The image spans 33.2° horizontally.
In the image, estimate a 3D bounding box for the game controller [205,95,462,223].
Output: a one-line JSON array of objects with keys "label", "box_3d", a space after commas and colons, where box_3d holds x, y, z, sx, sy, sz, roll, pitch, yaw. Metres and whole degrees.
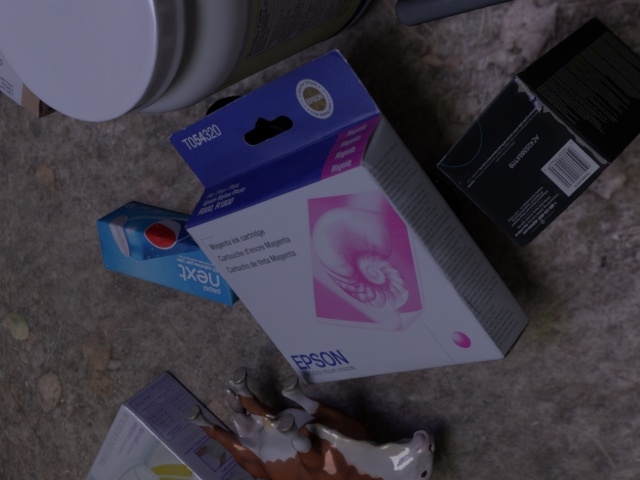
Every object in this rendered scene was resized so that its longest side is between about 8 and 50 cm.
[{"label": "game controller", "box_3d": [0.006, -0.041, 1.150, 0.319, 0.067, 0.167, 25, 127, 25]}]

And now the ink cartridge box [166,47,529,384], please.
[{"label": "ink cartridge box", "box_3d": [0.000, 0.000, 1.102, 0.330, 0.071, 0.324, 52, 145, -15]}]

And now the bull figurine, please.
[{"label": "bull figurine", "box_3d": [-0.013, 0.238, 1.271, 0.310, 0.101, 0.188, -9, 133, 45]}]

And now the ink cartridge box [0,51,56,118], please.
[{"label": "ink cartridge box", "box_3d": [-0.319, -0.255, 1.192, 0.234, 0.193, 0.088, 37, 131, 16]}]

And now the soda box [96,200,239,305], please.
[{"label": "soda box", "box_3d": [-0.174, 0.013, 1.317, 0.210, 0.067, 0.071, 13, 122, 31]}]

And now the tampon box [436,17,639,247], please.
[{"label": "tampon box", "box_3d": [0.201, -0.093, 0.906, 0.101, 0.161, 0.120, 45, 134, 7]}]

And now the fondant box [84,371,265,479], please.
[{"label": "fondant box", "box_3d": [-0.165, 0.378, 1.496, 0.330, 0.096, 0.238, 40, 132, 11]}]

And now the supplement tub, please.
[{"label": "supplement tub", "box_3d": [-0.111, -0.250, 0.944, 0.235, 0.325, 0.236, 18, 124, 29]}]

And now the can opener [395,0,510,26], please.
[{"label": "can opener", "box_3d": [0.167, -0.239, 0.906, 0.280, 0.093, 0.074, -3, 113, 44]}]
